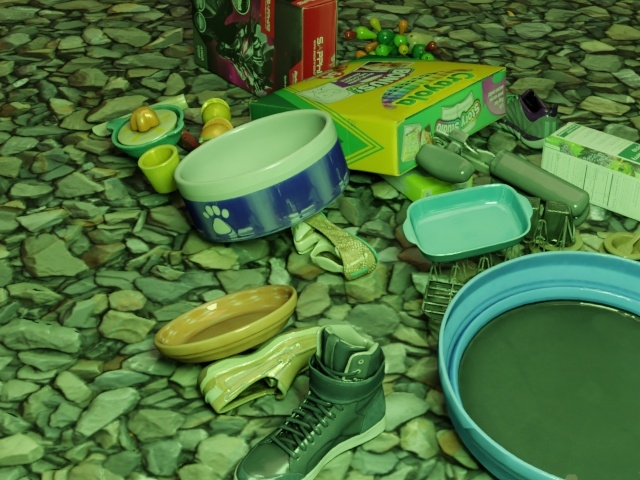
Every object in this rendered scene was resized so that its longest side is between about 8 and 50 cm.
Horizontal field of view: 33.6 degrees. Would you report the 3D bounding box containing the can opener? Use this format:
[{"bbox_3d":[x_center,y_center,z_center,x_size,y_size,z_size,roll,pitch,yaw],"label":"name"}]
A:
[{"bbox_3d":[0.284,-0.090,1.683,0.283,0.076,0.095,31,76,25],"label":"can opener"}]

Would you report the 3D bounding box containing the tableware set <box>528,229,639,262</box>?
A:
[{"bbox_3d":[0.424,0.004,1.650,0.194,0.039,0.128,5,33,6],"label":"tableware set"}]

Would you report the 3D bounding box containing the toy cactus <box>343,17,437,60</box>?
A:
[{"bbox_3d":[0.176,-0.432,2.293,0.219,0.112,0.180,17,25,39],"label":"toy cactus"}]

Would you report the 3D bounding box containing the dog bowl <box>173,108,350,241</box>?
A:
[{"bbox_3d":[-0.091,-0.105,1.672,0.264,0.104,0.265,-17,23,7],"label":"dog bowl"}]

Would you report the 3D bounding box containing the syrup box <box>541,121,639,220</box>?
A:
[{"bbox_3d":[0.497,-0.112,1.783,0.236,0.096,0.093,24,39,33],"label":"syrup box"}]

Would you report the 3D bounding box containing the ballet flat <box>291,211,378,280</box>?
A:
[{"bbox_3d":[0.000,0.000,1.625,0.067,0.073,0.206,-35,41,-23],"label":"ballet flat"}]

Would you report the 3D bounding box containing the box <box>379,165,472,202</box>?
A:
[{"bbox_3d":[0.168,-0.121,1.841,0.109,0.042,0.178,-17,37,-26],"label":"box"}]

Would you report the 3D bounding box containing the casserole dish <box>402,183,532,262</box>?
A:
[{"bbox_3d":[0.212,-0.021,1.527,0.188,0.037,0.114,-12,49,-5],"label":"casserole dish"}]

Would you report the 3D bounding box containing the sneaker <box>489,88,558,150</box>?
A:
[{"bbox_3d":[0.372,-0.256,2.004,0.083,0.098,0.223,-20,38,-30],"label":"sneaker"}]

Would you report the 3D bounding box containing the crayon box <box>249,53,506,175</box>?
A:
[{"bbox_3d":[0.110,-0.237,1.901,0.313,0.106,0.363,11,29,36],"label":"crayon box"}]

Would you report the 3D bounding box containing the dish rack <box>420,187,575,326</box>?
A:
[{"bbox_3d":[0.258,0.038,1.544,0.208,0.074,0.272,7,50,13],"label":"dish rack"}]

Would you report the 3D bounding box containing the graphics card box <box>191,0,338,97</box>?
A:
[{"bbox_3d":[-0.119,-0.414,2.120,0.094,0.233,0.371,-24,41,-33],"label":"graphics card box"}]

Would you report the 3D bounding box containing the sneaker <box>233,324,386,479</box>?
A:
[{"bbox_3d":[-0.012,0.191,1.233,0.226,0.163,0.086,-28,44,-35],"label":"sneaker"}]

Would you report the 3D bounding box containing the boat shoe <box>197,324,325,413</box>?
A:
[{"bbox_3d":[-0.059,0.173,1.361,0.190,0.068,0.072,-23,51,-17],"label":"boat shoe"}]

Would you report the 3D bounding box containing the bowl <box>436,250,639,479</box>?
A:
[{"bbox_3d":[0.335,0.170,1.302,0.391,0.077,0.391,1,42,-1],"label":"bowl"}]

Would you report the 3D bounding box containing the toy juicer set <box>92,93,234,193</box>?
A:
[{"bbox_3d":[-0.271,-0.213,1.876,0.209,0.090,0.329,-32,36,-16],"label":"toy juicer set"}]

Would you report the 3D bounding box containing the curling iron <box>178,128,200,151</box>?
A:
[{"bbox_3d":[-0.256,-0.180,1.929,0.068,0.035,0.274,-14,35,-22],"label":"curling iron"}]

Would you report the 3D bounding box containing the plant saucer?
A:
[{"bbox_3d":[-0.122,0.113,1.407,0.199,0.037,0.200,-18,12,4],"label":"plant saucer"}]
